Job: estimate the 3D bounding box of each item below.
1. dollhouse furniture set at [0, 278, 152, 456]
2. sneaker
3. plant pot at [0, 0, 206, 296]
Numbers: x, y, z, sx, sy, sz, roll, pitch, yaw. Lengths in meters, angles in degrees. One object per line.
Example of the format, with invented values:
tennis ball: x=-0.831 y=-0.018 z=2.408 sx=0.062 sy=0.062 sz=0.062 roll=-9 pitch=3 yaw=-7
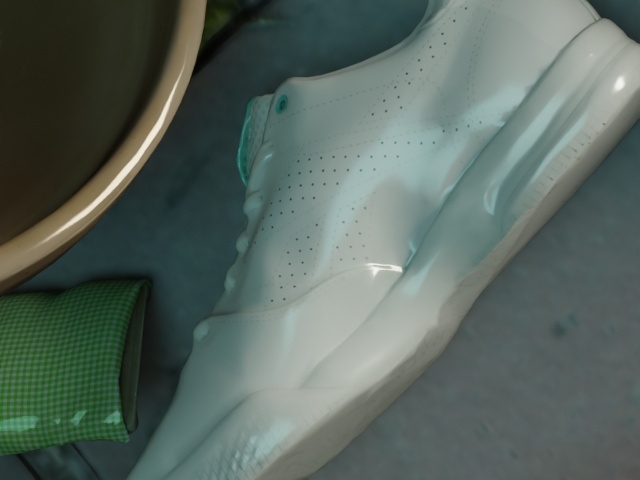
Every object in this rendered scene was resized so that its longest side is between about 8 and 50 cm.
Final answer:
dollhouse furniture set: x=-0.103 y=0.064 z=0.531 sx=0.076 sy=0.058 sz=0.151 roll=-12 pitch=53 yaw=19
sneaker: x=0.000 y=0.000 z=0.531 sx=0.094 sy=0.080 sz=0.212 roll=43 pitch=97 yaw=12
plant pot: x=-0.160 y=-0.073 z=0.512 sx=0.237 sy=0.237 sz=0.110 roll=50 pitch=151 yaw=2
